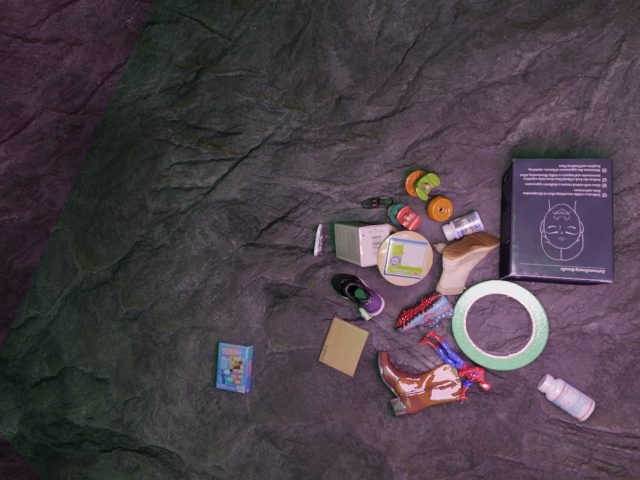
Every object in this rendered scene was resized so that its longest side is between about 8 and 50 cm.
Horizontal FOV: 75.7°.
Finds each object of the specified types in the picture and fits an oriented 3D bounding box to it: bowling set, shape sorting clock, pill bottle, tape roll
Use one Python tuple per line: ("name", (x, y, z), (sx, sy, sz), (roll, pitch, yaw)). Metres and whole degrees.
("bowling set", (0.347, 0.061, 1.596), (0.287, 0.154, 0.199), (18, 92, 21))
("shape sorting clock", (0.310, 0.066, 1.510), (0.206, 0.040, 0.206), (-1, 96, -5))
("pill bottle", (0.838, 0.533, 1.412), (0.160, 0.087, 0.087), (34, 98, 20))
("pill bottle", (0.542, -0.052, 1.572), (0.137, 0.078, 0.078), (-24, 78, 18))
("tape roll", (0.650, 0.305, 1.507), (0.321, 0.077, 0.321), (-2, 85, 20))

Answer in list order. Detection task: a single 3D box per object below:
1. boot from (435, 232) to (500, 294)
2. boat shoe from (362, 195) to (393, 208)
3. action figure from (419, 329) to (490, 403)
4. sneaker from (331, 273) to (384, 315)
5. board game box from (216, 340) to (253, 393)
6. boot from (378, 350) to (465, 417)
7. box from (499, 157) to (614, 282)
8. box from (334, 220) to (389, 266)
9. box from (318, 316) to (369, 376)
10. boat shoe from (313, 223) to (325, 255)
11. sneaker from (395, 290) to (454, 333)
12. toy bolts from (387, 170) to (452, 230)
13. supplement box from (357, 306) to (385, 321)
("boot", (0.548, 0.091, 1.541), (0.095, 0.262, 0.203), (42, 142, 43))
("boat shoe", (0.236, -0.159, 1.716), (0.133, 0.042, 0.049), (-6, 86, 21))
("action figure", (0.483, 0.467, 1.500), (0.280, 0.139, 0.091), (35, 134, 18))
("sneaker", (0.127, 0.186, 1.637), (0.283, 0.124, 0.107), (27, 81, 49))
("board game box", (-0.395, 0.580, 1.892), (0.160, 0.047, 0.210), (3, 87, 21))
("boot", (0.382, 0.516, 1.585), (0.280, 0.096, 0.264), (-24, 66, 11))
("box", (0.779, -0.057, 1.385), (0.294, 0.212, 0.395), (4, 82, 15))
("box", (0.159, 0.006, 1.607), (0.127, 0.232, 0.148), (-7, 99, -21))
("box", (0.097, 0.446, 1.731), (0.164, 0.021, 0.201), (20, 93, 21))
("boat shoe", (0.000, 0.000, 1.793), (0.040, 0.049, 0.142), (9, 91, 2))
("sneaker", (0.396, 0.305, 1.568), (0.125, 0.104, 0.262), (38, 131, -10))
("toy bolts", (0.379, -0.140, 1.638), (0.228, 0.158, 0.218), (-47, 112, 0))
("supplement box", (0.208, 0.279, 1.669), (0.083, 0.083, 0.056), (-40, 74, 14))
